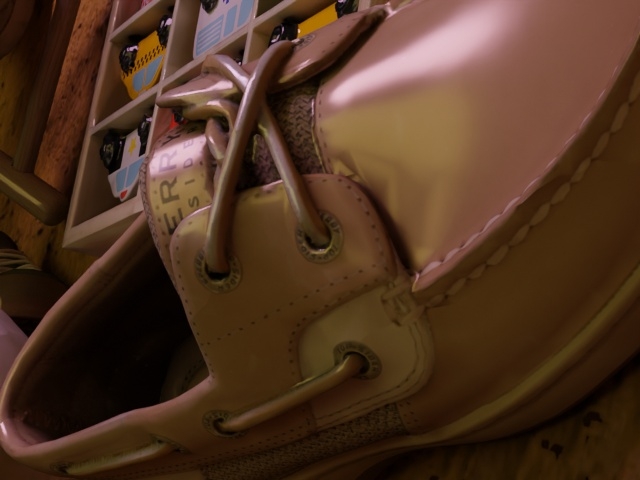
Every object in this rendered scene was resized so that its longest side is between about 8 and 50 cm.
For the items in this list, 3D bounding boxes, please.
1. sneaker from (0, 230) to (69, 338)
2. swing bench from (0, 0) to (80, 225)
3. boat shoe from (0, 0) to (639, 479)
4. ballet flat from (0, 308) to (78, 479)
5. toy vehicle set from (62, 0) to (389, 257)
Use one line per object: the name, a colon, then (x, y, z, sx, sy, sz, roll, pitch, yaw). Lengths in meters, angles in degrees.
sneaker: (-0.175, 0.030, 0.788, 0.192, 0.064, 0.086, 142, 133, -57)
swing bench: (-0.269, -0.130, 0.742, 0.255, 0.253, 0.165, 15, 88, 22)
boat shoe: (0.000, 0.000, 0.401, 0.302, 0.098, 0.109, -43, 39, 48)
ballet flat: (-0.175, 0.098, 0.679, 0.400, 0.139, 0.139, -13, 64, 58)
toy vehicle set: (-0.024, -0.092, 0.581, 0.267, 0.035, 0.166, -19, 58, 61)
